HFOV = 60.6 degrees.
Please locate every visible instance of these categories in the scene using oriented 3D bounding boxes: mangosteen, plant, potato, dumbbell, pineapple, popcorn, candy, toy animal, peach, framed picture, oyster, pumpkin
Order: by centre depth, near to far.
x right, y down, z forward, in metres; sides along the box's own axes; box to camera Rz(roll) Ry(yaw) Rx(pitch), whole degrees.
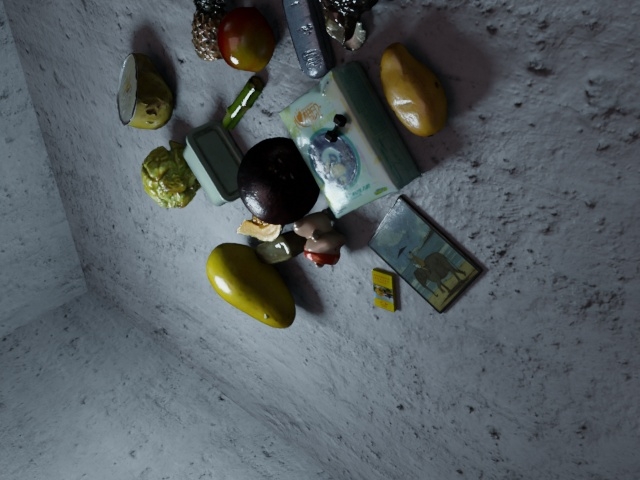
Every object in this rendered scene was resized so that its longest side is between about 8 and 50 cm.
[{"bbox_3d":[0.082,-0.667,1.396,0.204,0.178,0.234,49,151,-8],"label":"plant"},{"bbox_3d":[0.043,-0.313,1.534,0.040,0.036,0.083,42,134,11],"label":"dumbbell"},{"bbox_3d":[0.067,-0.599,1.554,0.146,0.045,0.122,12,121,31],"label":"oyster"},{"bbox_3d":[-0.237,-0.639,1.728,0.197,0.197,0.198,25,131,32],"label":"peach"},{"bbox_3d":[0.322,0.051,1.762,0.347,0.016,0.265,45,140,13],"label":"framed picture"},{"bbox_3d":[-0.365,-0.735,1.783,0.157,0.158,0.279,28,145,30],"label":"pineapple"},{"bbox_3d":[-0.147,-0.198,1.857,0.293,0.297,0.297,-5,112,57],"label":"mangosteen"},{"bbox_3d":[0.000,0.000,1.923,0.171,0.171,0.198,-28,88,50],"label":"toy animal"},{"bbox_3d":[-0.195,-0.055,2.107,0.278,0.111,0.163,-47,64,38],"label":"pumpkin"},{"bbox_3d":[-0.158,0.030,2.161,0.234,0.104,0.102,-20,96,49],"label":"candy"},{"bbox_3d":[-0.705,-0.594,2.240,0.246,0.196,0.300,-20,72,47],"label":"potato"},{"bbox_3d":[-0.623,-0.266,2.319,0.247,0.282,0.282,37,137,17],"label":"popcorn"}]

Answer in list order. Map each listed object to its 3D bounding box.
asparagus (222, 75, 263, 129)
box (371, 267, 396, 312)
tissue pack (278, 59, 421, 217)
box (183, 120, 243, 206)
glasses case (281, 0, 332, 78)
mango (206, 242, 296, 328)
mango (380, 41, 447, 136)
[{"bbox_3d":[-0.283,-0.490,1.972,0.067,0.060,0.277,41,142,-13],"label":"asparagus"},{"bbox_3d":[0.226,0.176,1.937,0.086,0.023,0.155,14,126,35],"label":"box"},{"bbox_3d":[0.082,-0.294,1.657,0.287,0.162,0.388,-24,98,47],"label":"tissue pack"},{"bbox_3d":[-0.412,-0.288,2.161,0.312,0.175,0.182,59,149,-4],"label":"box"},{"bbox_3d":[-0.040,-0.623,1.628,0.109,0.067,0.283,1,117,42],"label":"glasses case"},{"bbox_3d":[-0.274,0.187,2.247,0.445,0.301,0.221,41,104,12],"label":"mango"},{"bbox_3d":[0.249,-0.400,1.462,0.157,0.108,0.262,-22,94,60],"label":"mango"}]
